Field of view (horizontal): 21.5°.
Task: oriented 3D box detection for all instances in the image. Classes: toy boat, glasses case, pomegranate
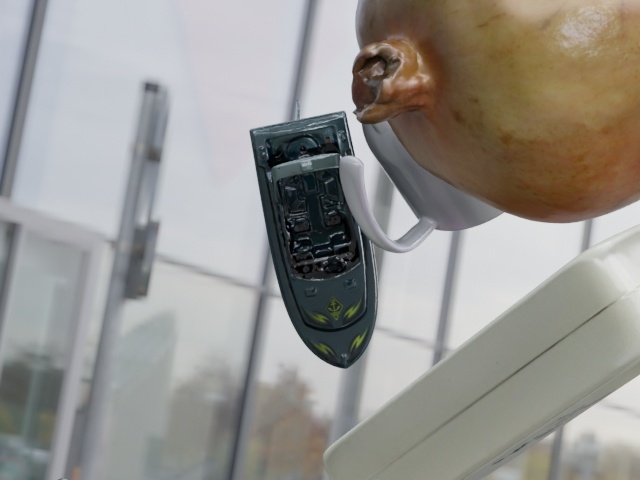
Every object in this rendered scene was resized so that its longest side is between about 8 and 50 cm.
[{"bbox_3d":[0.000,0.000,1.524,0.093,0.246,0.103,-11,13,-1],"label":"toy boat"},{"bbox_3d":[0.132,0.088,1.075,0.131,0.070,0.313,-20,-16,-43],"label":"glasses case"},{"bbox_3d":[0.134,-0.134,1.100,0.270,0.252,0.229,-16,-23,-21],"label":"pomegranate"}]

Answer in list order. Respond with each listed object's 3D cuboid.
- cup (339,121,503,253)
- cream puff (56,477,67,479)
[{"bbox_3d":[0.087,-0.092,1.436,0.142,0.173,0.134,51,8,-37],"label":"cup"},{"bbox_3d":[-0.118,0.187,0.667,0.121,0.156,0.156,10,-7,28],"label":"cream puff"}]
